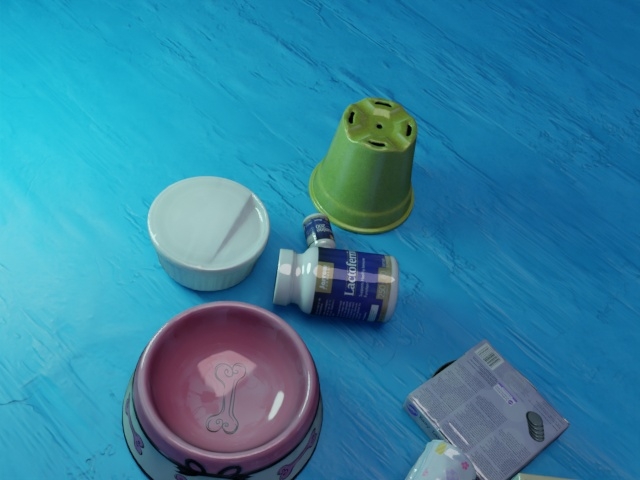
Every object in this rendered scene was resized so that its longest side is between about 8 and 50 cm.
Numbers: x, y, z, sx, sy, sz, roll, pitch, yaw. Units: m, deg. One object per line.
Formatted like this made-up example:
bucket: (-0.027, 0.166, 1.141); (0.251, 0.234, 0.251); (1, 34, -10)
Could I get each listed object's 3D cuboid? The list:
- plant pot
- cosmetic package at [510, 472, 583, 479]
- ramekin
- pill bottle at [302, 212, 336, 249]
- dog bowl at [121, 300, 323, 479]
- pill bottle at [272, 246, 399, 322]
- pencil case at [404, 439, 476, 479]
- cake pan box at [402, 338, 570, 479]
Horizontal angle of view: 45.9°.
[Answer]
plant pot: (0.123, -0.200, 1.853); (0.276, 0.254, 0.276); (5, 52, -6)
cosmetic package: (0.504, 0.547, 1.423); (0.309, 0.113, 0.160); (8, 48, -10)
ramekin: (-0.253, -0.006, 1.720); (0.273, 0.127, 0.273); (5, 52, -6)
pill bottle: (0.000, 0.000, 1.797); (0.067, 0.067, 0.120); (-5, 55, -14)
dog bowl: (-0.185, 0.298, 1.488); (0.408, 0.150, 0.408); (5, 53, -7)
pill bottle: (0.032, 0.095, 1.679); (0.264, 0.153, 0.153); (6, 52, -5)
pencil case: (0.182, 0.504, 1.418); (0.124, 0.113, 0.273); (48, 56, -1)
cake pan box: (0.340, 0.363, 1.584); (0.245, 0.070, 0.267); (-29, 63, -30)
